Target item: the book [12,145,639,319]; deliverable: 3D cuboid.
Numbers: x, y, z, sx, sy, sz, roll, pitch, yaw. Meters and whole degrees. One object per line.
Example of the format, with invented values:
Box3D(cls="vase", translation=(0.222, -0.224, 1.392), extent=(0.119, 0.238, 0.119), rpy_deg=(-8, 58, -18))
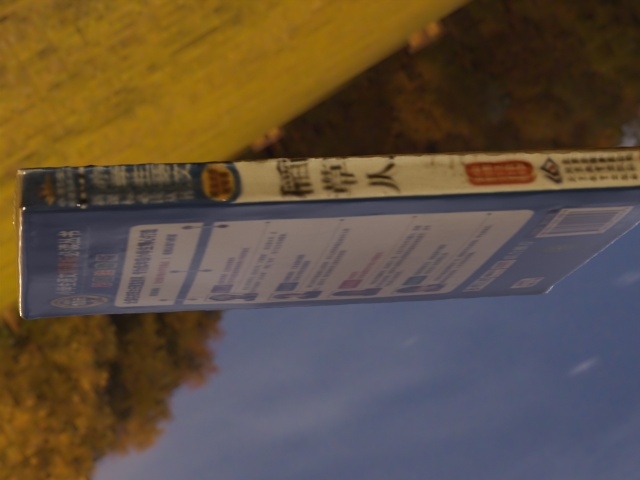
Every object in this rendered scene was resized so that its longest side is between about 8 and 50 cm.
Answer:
Box3D(cls="book", translation=(0.000, 0.000, 1.170), extent=(0.428, 0.039, 0.300), rpy_deg=(-2, 165, -12))
